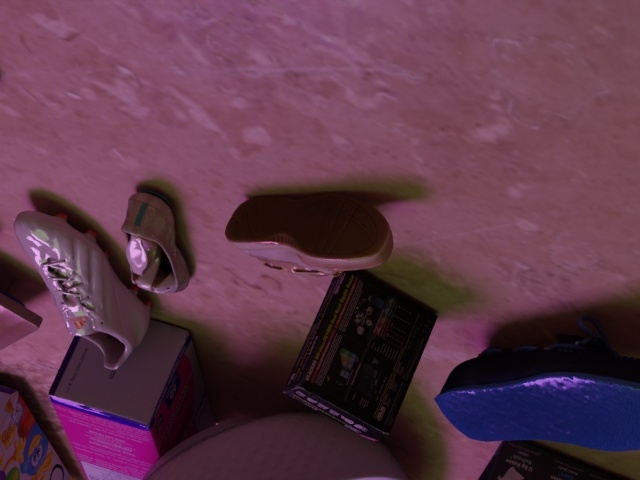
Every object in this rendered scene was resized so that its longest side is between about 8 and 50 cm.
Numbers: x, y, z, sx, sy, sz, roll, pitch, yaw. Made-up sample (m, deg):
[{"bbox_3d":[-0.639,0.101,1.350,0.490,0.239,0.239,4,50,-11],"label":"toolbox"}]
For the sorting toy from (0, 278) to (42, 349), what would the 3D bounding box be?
[{"bbox_3d":[-0.358,0.054,1.975,0.132,0.046,0.274,33,151,-19],"label":"sorting toy"}]

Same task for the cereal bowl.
[{"bbox_3d":[-0.082,0.280,1.950,0.141,0.339,0.339,58,169,29],"label":"cereal bowl"}]

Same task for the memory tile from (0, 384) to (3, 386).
[{"bbox_3d":[-0.413,0.185,2.291,0.148,0.012,0.113,11,151,21],"label":"memory tile"}]

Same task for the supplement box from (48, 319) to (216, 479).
[{"bbox_3d":[-0.187,0.173,1.990,0.114,0.111,0.220,16,153,13],"label":"supplement box"}]

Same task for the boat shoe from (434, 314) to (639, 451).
[{"bbox_3d":[0.201,0.109,1.612,0.258,0.089,0.109,2,133,44],"label":"boat shoe"}]

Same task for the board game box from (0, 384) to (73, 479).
[{"bbox_3d":[-0.400,0.280,2.281,0.142,0.144,0.275,13,152,17],"label":"board game box"}]

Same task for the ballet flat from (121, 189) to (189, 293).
[{"bbox_3d":[-0.154,0.015,1.743,0.057,0.052,0.168,16,152,14],"label":"ballet flat"}]

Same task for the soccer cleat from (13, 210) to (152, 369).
[{"bbox_3d":[-0.223,0.045,1.824,0.068,0.076,0.196,1,146,36],"label":"soccer cleat"}]

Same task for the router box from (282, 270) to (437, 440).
[{"bbox_3d":[0.034,0.097,1.671,0.092,0.122,0.038,31,156,-14],"label":"router box"}]

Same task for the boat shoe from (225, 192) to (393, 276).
[{"bbox_3d":[0.000,0.000,1.597,0.170,0.063,0.059,9,154,44],"label":"boat shoe"}]

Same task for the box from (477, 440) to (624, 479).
[{"bbox_3d":[0.182,0.348,1.848,0.143,0.270,0.165,21,152,3],"label":"box"}]
